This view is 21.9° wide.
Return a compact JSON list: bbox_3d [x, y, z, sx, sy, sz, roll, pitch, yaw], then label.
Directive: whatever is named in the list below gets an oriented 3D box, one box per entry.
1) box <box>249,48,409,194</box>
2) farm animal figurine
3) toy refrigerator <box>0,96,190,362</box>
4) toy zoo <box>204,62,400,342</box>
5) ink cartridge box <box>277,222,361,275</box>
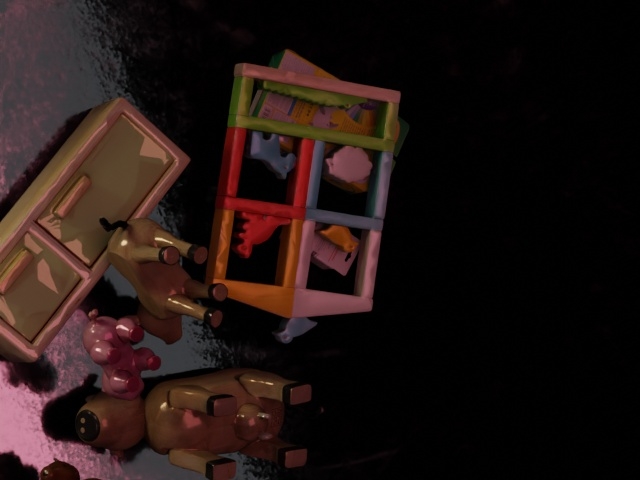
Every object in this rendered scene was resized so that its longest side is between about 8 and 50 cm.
[{"bbox_3d":[0.009,-0.127,1.859,0.179,0.043,0.105,29,74,-20],"label":"box"},{"bbox_3d":[-0.154,0.158,1.688,0.327,0.172,0.330,19,85,-42],"label":"farm animal figurine"},{"bbox_3d":[-0.258,-0.011,1.684,0.102,0.094,0.269,43,69,-18],"label":"toy refrigerator"},{"bbox_3d":[-0.021,-0.033,1.805,0.192,0.030,0.293,9,89,-23],"label":"toy zoo"},{"bbox_3d":[0.000,0.000,1.852,0.083,0.028,0.048,34,73,-21],"label":"ink cartridge box"}]
